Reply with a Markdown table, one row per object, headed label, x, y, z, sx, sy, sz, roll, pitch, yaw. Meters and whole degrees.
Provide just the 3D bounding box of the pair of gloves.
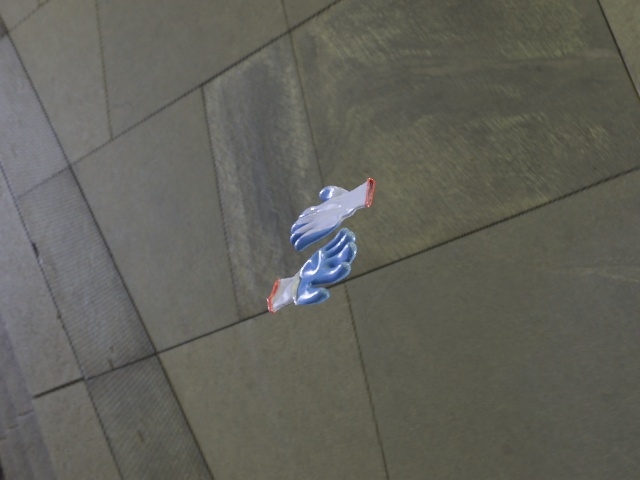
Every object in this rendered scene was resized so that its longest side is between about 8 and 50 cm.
| label | x | y | z | sx | sy | sz | roll | pitch | yaw |
| --- | --- | --- | --- | --- | --- | --- | --- | --- | --- |
| pair of gloves | 0.000 | 0.000 | 0.842 | 0.159 | 0.023 | 0.198 | -29 | 35 | 43 |
